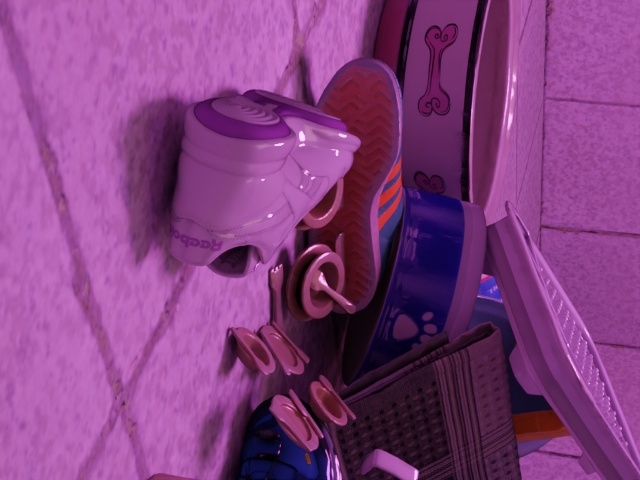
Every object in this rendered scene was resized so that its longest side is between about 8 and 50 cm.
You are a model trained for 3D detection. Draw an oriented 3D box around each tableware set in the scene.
[{"bbox_3d":[-0.029,0.141,1.286,0.020,0.141,0.168,-41,169,17],"label":"tableware set"},{"bbox_3d":[0.000,0.000,1.368,0.128,0.039,0.194,-29,126,-46],"label":"tableware set"}]

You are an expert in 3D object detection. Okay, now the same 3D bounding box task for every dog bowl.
[{"bbox_3d":[0.177,-0.206,1.808,0.408,0.150,0.408,7,90,-74],"label":"dog bowl"},{"bbox_3d":[0.113,0.069,1.598,0.265,0.104,0.265,-165,-90,-84],"label":"dog bowl"}]

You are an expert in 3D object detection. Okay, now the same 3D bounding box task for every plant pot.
[{"bbox_3d":[0.270,0.264,2.176,0.196,0.293,0.293,-62,180,37],"label":"plant pot"}]

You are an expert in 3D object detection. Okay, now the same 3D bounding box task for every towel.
[{"bbox_3d":[0.091,0.257,1.496,0.056,0.312,0.324,51,-19,46],"label":"towel"}]

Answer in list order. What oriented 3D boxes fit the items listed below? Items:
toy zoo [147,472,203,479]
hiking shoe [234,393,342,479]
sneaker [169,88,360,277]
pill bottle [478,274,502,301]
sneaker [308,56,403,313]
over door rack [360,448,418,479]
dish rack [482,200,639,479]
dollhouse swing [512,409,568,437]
[{"bbox_3d":[-0.063,0.353,1.076,0.030,0.192,0.293,-21,117,-72],"label":"toy zoo"},{"bbox_3d":[-0.053,0.286,1.243,0.132,0.113,0.304,48,42,-55],"label":"hiking shoe"},{"bbox_3d":[-0.058,-0.052,1.136,0.305,0.114,0.152,-19,128,-69],"label":"sneaker"},{"bbox_3d":[0.274,0.065,2.329,0.221,0.124,0.124,68,32,-61],"label":"pill bottle"},{"bbox_3d":[0.042,-0.073,1.469,0.121,0.108,0.302,-60,159,-62],"label":"sneaker"},{"bbox_3d":[0.039,0.405,1.306,0.324,0.108,0.239,112,-9,-47],"label":"over door rack"},{"bbox_3d":[0.288,0.141,1.564,0.333,0.072,0.285,51,18,-41],"label":"dish rack"},{"bbox_3d":[0.183,0.375,1.784,0.347,0.305,0.315,39,59,-73],"label":"dollhouse swing"}]
